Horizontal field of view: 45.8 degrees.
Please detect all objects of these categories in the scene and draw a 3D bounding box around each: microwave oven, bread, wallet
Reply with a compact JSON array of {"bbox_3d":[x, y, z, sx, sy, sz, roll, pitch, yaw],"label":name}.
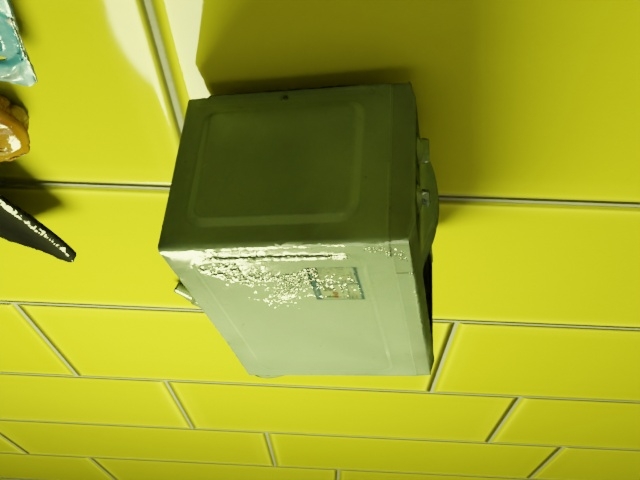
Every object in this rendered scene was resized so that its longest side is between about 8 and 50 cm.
[{"bbox_3d":[0.000,0.000,0.747,0.237,0.181,0.295,-1,150,11],"label":"microwave oven"},{"bbox_3d":[-0.319,-0.108,0.726,0.083,0.046,0.081,5,148,0],"label":"bread"},{"bbox_3d":[-0.369,-0.049,0.811,0.124,0.025,0.244,17,157,25],"label":"wallet"}]

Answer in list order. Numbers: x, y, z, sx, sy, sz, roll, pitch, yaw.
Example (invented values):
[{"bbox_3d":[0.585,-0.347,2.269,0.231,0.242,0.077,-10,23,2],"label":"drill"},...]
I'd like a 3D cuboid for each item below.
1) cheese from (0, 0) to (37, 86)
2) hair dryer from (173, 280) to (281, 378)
[{"bbox_3d":[-0.361,-0.174,0.605,0.244,0.052,0.135,5,152,-3],"label":"cheese"},{"bbox_3d":[-0.057,0.100,1.065,0.219,0.088,0.225,-21,128,25],"label":"hair dryer"}]
